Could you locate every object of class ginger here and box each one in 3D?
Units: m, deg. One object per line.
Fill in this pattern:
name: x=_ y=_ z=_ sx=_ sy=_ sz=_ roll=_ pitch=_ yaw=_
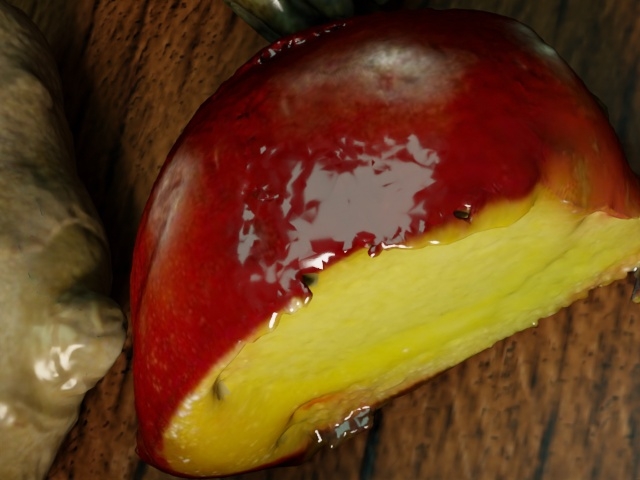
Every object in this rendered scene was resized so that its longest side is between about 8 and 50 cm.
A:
ginger: x=-0.193 y=0.008 z=0.641 sx=0.190 sy=0.126 sz=0.353 roll=-22 pitch=65 yaw=28

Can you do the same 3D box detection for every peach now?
peach: x=0.000 y=-0.006 z=0.525 sx=0.267 sy=0.159 sz=0.154 roll=-32 pitch=54 yaw=19

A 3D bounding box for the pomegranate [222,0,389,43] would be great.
pomegranate: x=-0.097 y=-0.230 z=0.606 sx=0.285 sy=0.285 sz=0.340 roll=-45 pitch=80 yaw=9
